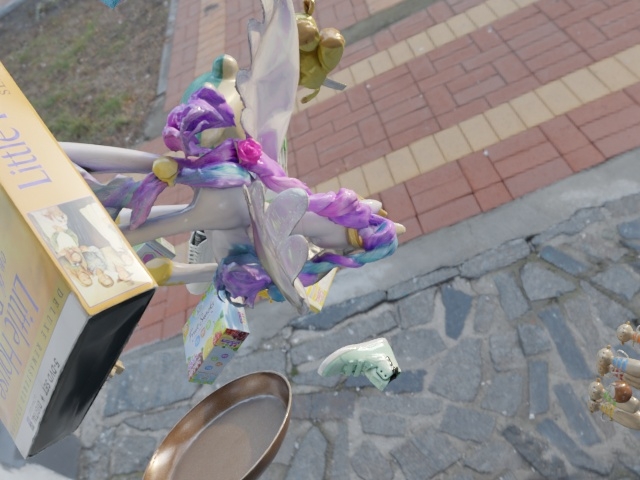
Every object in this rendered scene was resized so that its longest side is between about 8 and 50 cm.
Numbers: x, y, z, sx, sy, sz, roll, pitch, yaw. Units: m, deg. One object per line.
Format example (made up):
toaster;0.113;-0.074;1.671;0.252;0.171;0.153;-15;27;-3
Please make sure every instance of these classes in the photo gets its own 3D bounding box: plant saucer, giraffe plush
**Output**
plant saucer;-0.169;0.353;0.994;0.311;0.050;0.310;-31;19;12
giraffe plush;-0.042;-0.414;1.209;0.181;0.210;0.170;-31;63;25

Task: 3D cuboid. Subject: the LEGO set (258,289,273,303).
LEGO set;-0.225;0.113;2.052;0.132;0.287;0.107;-43;16;23

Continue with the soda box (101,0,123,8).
soda box;-0.404;-0.483;0.944;0.071;0.210;0.067;-44;15;45

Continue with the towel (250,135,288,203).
towel;-0.187;-0.170;1.571;0.248;0.038;0.324;-11;77;29

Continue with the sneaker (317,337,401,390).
sneaker;0.129;0.401;1.778;0.256;0.094;0.151;-14;51;-22

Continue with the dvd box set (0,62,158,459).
dvd box set;-0.327;-0.034;0.526;0.062;0.307;0.420;-26;74;-45

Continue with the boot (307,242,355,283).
boot;0.000;-0.002;1.570;0.209;0.076;0.189;-31;78;-31

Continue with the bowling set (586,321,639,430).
bowling set;0.769;0.352;1.510;0.154;0.200;0.286;18;95;49

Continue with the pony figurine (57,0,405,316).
pony figurine;-0.093;-0.047;0.602;0.364;0.351;0.302;-4;69;6

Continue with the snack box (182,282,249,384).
snack box;-0.263;0.223;1.424;0.207;0.070;0.174;-52;37;27

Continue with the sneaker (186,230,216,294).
sneaker;-0.298;0.028;1.450;0.090;0.095;0.235;26;102;24

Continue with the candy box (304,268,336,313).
candy box;-0.018;0.126;1.831;0.027;0.105;0.205;-45;14;43

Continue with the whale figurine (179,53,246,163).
whale figurine;-0.194;-0.216;1.008;0.141;0.216;0.272;7;13;4

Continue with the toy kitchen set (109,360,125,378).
toy kitchen set;-0.434;0.238;1.213;0.075;0.083;0.068;-50;30;-4

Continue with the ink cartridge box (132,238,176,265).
ink cartridge box;-0.583;0.073;1.874;0.209;0.109;0.062;-42;36;5
